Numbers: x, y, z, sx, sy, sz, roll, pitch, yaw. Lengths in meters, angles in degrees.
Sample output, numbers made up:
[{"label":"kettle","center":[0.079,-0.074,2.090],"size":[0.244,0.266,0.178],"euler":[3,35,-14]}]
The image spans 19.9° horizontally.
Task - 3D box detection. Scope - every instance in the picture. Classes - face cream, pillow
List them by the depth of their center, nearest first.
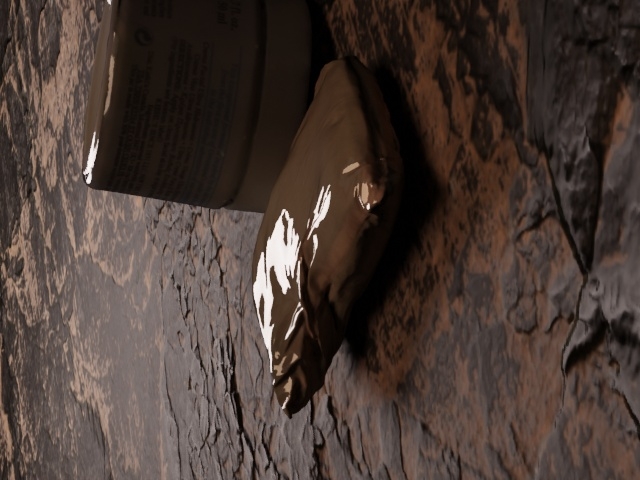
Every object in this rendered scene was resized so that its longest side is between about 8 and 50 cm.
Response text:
[{"label":"pillow","center":[0.000,0.000,1.291],"size":[0.270,0.067,0.173],"euler":[110,158,-44]},{"label":"face cream","center":[-0.100,-0.116,1.409],"size":[0.177,0.153,0.177],"euler":[-171,90,-77]}]
